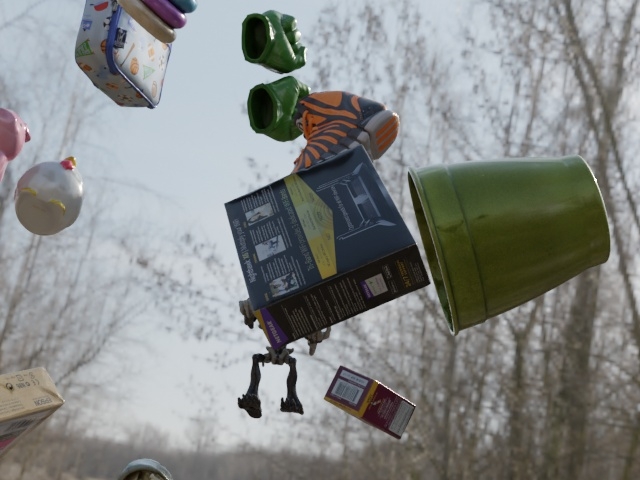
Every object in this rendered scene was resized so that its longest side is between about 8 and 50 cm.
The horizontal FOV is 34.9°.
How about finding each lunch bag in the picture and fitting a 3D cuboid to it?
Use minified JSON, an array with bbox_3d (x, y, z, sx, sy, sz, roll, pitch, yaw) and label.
[{"bbox_3d":[-0.431,-0.446,2.273,0.115,0.243,0.303,8,-17,14],"label":"lunch bag"}]

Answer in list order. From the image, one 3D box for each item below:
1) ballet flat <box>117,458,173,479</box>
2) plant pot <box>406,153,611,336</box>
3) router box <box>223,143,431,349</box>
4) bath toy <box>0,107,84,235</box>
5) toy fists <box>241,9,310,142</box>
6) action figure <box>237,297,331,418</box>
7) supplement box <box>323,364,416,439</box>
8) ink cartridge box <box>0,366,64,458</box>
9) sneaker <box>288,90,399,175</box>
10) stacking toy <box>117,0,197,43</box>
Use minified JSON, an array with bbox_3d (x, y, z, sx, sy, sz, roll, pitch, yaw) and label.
[{"bbox_3d":[-0.154,0.334,1.110,0.213,0.072,0.068,54,-5,8],"label":"ballet flat"},{"bbox_3d":[0.396,-0.025,2.116,0.353,0.366,0.366,-16,-17,2],"label":"plant pot"},{"bbox_3d":[0.000,0.000,1.513,0.243,0.309,0.081,-23,-56,1],"label":"router box"},{"bbox_3d":[-0.486,-0.144,1.458,0.348,0.129,0.151,32,-54,-10],"label":"bath toy"},{"bbox_3d":[-0.085,-0.348,2.159,0.096,0.279,0.142,-7,-1,30],"label":"toy fists"},{"bbox_3d":[-0.064,0.159,1.735,0.164,0.275,0.141,8,-35,-5],"label":"action figure"},{"bbox_3d":[0.053,0.172,1.083,0.055,0.043,0.083,17,-15,45],"label":"supplement box"},{"bbox_3d":[-0.593,0.319,1.772,0.193,0.088,0.235,-41,-14,18],"label":"ink cartridge box"},{"bbox_3d":[-0.009,-0.172,1.986,0.180,0.321,0.124,33,-29,31],"label":"sneaker"},{"bbox_3d":[-0.227,-0.530,1.907,0.141,0.330,0.141,43,7,-6],"label":"stacking toy"}]
